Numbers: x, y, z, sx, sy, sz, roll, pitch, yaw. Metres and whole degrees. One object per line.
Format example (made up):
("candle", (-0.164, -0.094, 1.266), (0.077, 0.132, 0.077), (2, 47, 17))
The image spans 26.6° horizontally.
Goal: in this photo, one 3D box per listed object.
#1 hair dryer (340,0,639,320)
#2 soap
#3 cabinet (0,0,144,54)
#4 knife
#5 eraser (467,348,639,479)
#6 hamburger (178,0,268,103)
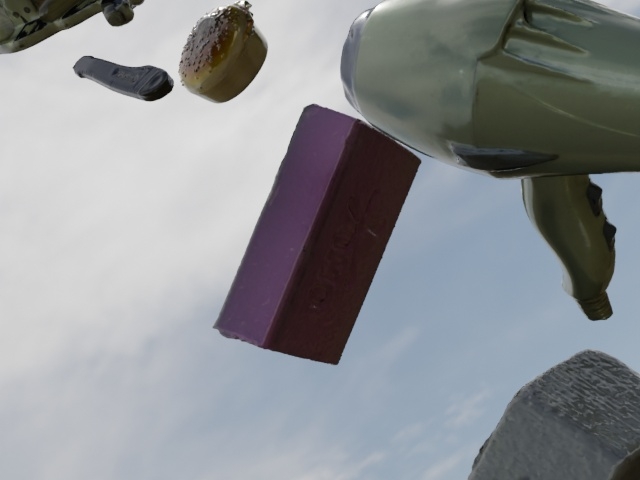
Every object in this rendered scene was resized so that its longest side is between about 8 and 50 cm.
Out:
("hair dryer", (0.191, -0.042, 0.766), (0.298, 0.296, 0.119), (42, -115, -32))
("soap", (0.002, 0.000, 1.441), (0.181, 0.081, 0.259), (25, -93, -62))
("cabinet", (-0.312, -0.355, 1.460), (0.290, 0.227, 0.318), (-14, 34, 28))
("knife", (-0.175, -0.144, 1.175), (0.031, 0.121, 0.018), (-59, -36, -15))
("eraser", (0.146, 0.251, 1.028), (0.077, 0.111, 0.352), (20, -80, -47))
("hamburger", (-0.128, -0.249, 1.752), (0.081, 0.126, 0.141), (40, -94, -34))
